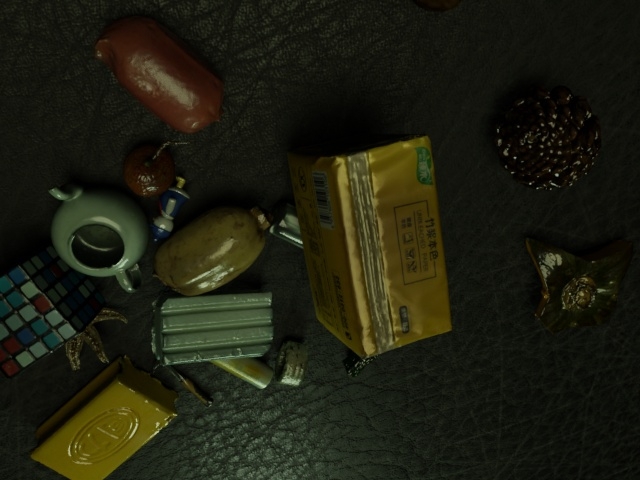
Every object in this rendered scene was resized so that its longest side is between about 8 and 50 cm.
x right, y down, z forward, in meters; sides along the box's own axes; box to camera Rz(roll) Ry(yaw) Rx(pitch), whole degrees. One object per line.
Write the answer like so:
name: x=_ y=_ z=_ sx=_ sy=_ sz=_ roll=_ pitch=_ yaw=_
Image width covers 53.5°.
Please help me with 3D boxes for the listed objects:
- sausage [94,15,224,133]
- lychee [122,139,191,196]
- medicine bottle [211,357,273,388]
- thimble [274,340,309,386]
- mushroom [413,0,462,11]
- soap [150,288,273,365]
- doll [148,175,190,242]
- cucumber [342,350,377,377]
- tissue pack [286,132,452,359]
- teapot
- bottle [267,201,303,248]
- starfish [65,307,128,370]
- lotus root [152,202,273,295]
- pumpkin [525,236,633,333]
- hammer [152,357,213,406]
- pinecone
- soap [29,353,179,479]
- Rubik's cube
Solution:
sausage: x=-0.282 y=-0.301 z=1.158 sx=0.148 sy=0.148 sz=0.254 roll=-42 pitch=117 yaw=12
lychee: x=-0.334 y=-0.148 z=1.254 sx=0.114 sy=0.101 sz=0.140 roll=-20 pitch=139 yaw=-36
medicine bottle: x=-0.215 y=0.287 z=1.538 sx=0.218 sy=0.074 sz=0.074 roll=36 pitch=106 yaw=-28
thimble: x=-0.070 y=0.301 z=1.564 sx=0.062 sy=0.084 sz=0.110 roll=14 pitch=99 yaw=-21
mushroom: x=0.225 y=-0.490 z=1.200 sx=0.127 sy=0.087 sz=0.127 roll=1 pitch=140 yaw=1
soap: x=-0.242 y=0.191 z=1.421 sx=0.261 sy=0.094 sz=0.150 roll=-1 pitch=89 yaw=-22
doll: x=-0.312 y=-0.062 z=1.305 sx=0.057 sy=0.099 sz=0.143 roll=23 pitch=85 yaw=-11
cucumber: x=0.136 y=0.270 z=1.606 sx=0.187 sy=0.058 sz=0.058 roll=-43 pitch=118 yaw=13
tissue pack: x=0.092 y=-0.008 z=1.245 sx=0.228 sy=0.293 sz=0.382 roll=-13 pitch=104 yaw=-18
teapot: x=-0.446 y=-0.011 z=1.290 sx=0.193 sy=0.129 sz=0.294 roll=-24 pitch=120 yaw=4
bottle: x=0.000 y=0.000 z=1.419 sx=0.253 sy=0.080 sz=0.096 roll=24 pitch=137 yaw=-22
starfish: x=-0.552 y=0.189 z=1.426 sx=0.213 sy=0.057 sz=0.238 roll=-30 pitch=101 yaw=0
lotus root: x=-0.223 y=0.017 z=1.341 sx=0.284 sy=0.160 sz=0.146 roll=-34 pitch=77 yaw=5
pumpkin: x=0.638 y=0.113 z=1.599 sx=0.290 sy=0.095 sz=0.258 roll=-3 pitch=115 yaw=-14
hammer: x=-0.339 y=0.352 z=1.575 sx=0.078 sy=0.021 sz=0.201 roll=-33 pitch=119 yaw=8
pinecone: x=0.483 y=-0.209 z=1.338 sx=0.221 sy=0.221 sz=0.222 roll=-5 pitch=119 yaw=-9
soap: x=-0.520 y=0.447 z=1.548 sx=0.324 sy=0.096 sz=0.204 roll=-42 pitch=118 yaw=12
Rubik's cube: x=-0.584 y=0.135 z=1.290 sx=0.187 sy=0.184 sz=0.182 roll=-34 pitch=103 yaw=6
